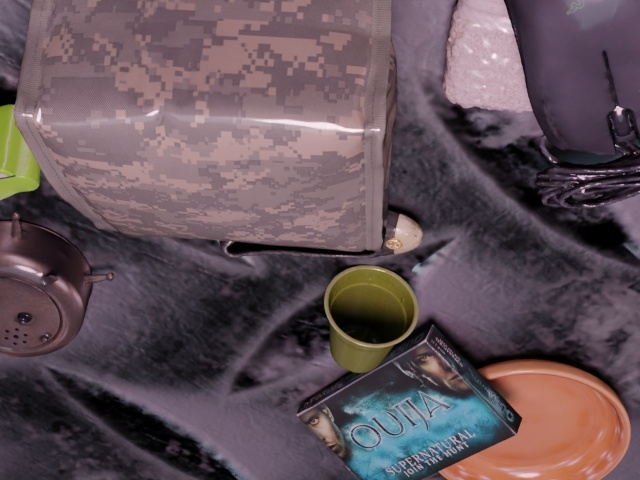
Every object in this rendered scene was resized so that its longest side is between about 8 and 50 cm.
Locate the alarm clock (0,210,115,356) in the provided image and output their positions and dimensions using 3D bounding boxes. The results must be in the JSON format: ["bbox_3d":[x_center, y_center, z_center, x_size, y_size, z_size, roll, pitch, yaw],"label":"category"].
[{"bbox_3d":[-0.285,0.058,1.125,0.129,0.064,0.192,35,128,-26],"label":"alarm clock"}]

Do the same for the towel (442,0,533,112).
[{"bbox_3d":[0.234,-0.162,0.894,0.282,0.049,0.187,4,132,0],"label":"towel"}]

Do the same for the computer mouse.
[{"bbox_3d":[0.207,-0.120,0.856,0.188,0.072,0.272,-15,130,20],"label":"computer mouse"}]

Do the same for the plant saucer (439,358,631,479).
[{"bbox_3d":[0.199,0.181,1.218,0.199,0.037,0.200,2,133,3],"label":"plant saucer"}]

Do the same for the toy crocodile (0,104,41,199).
[{"bbox_3d":[-0.365,-0.040,1.005,0.340,0.115,0.105,-13,149,17],"label":"toy crocodile"}]

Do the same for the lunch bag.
[{"bbox_3d":[-0.063,-0.084,0.899,0.235,0.169,0.287,2,158,2],"label":"lunch bag"}]

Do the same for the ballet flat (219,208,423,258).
[{"bbox_3d":[0.000,0.000,1.057,0.173,0.049,0.057,1,133,3],"label":"ballet flat"}]

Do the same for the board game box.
[{"bbox_3d":[0.080,0.166,1.181,0.126,0.026,0.186,46,129,-11],"label":"board game box"}]

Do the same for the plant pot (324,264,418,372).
[{"bbox_3d":[0.038,0.078,1.115,0.083,0.083,0.079,9,145,-5],"label":"plant pot"}]
